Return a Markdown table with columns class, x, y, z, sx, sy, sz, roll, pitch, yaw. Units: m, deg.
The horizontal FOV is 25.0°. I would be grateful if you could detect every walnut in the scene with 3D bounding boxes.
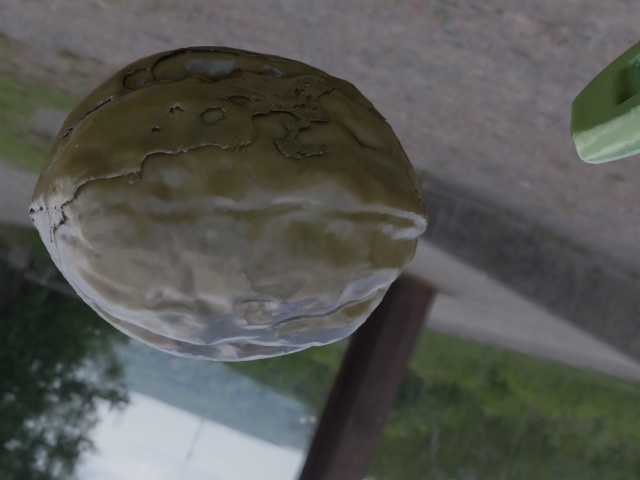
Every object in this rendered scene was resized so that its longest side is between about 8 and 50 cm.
| class | x | y | z | sx | sy | sz | roll | pitch | yaw |
| --- | --- | --- | --- | --- | --- | --- | --- | --- | --- |
| walnut | -0.057 | -0.020 | 0.891 | 0.245 | 0.198 | 0.198 | 0 | 172 | -1 |

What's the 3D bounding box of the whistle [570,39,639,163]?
| class | x | y | z | sx | sy | sz | roll | pitch | yaw |
| --- | --- | --- | --- | --- | --- | --- | --- | --- | --- |
| whistle | 0.218 | -0.121 | 0.594 | 0.294 | 0.141 | 0.141 | -19 | 151 | 30 |
